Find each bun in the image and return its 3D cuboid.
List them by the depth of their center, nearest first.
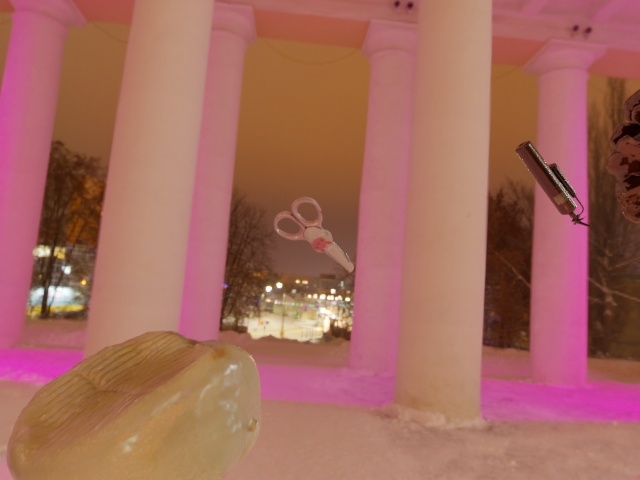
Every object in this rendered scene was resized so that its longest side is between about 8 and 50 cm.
[{"bbox_3d":[-0.164,0.180,0.471,0.229,0.145,0.229,-16,22,7],"label":"bun"}]

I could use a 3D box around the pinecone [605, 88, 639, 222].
[{"bbox_3d":[0.455,-0.098,0.537,0.263,0.265,0.264,5,-6,1],"label":"pinecone"}]

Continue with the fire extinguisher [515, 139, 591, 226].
[{"bbox_3d":[0.390,-0.096,0.810,0.035,0.173,0.049,-33,9,42],"label":"fire extinguisher"}]

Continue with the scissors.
[{"bbox_3d":[0.000,0.000,1.152,0.118,0.031,0.242,-35,-58,20],"label":"scissors"}]
